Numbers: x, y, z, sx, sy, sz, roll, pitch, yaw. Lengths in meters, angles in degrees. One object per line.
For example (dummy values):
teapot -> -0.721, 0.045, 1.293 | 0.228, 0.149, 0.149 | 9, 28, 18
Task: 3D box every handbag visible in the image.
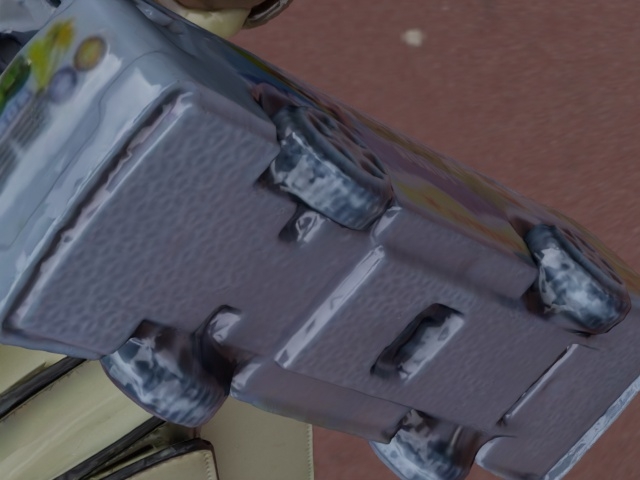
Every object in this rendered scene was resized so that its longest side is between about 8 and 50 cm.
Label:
handbag -> -0.129, 0.153, 1.248 | 0.236, 0.358, 0.160 | -35, 67, -16

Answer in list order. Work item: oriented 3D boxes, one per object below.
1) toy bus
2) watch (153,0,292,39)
toy bus -> 0.000, 0.000, 0.677 | 0.109, 0.329, 0.136 | -50, 53, 13
watch -> -0.033, -0.341, 1.103 | 0.335, 0.314, 0.327 | -33, 60, -4
